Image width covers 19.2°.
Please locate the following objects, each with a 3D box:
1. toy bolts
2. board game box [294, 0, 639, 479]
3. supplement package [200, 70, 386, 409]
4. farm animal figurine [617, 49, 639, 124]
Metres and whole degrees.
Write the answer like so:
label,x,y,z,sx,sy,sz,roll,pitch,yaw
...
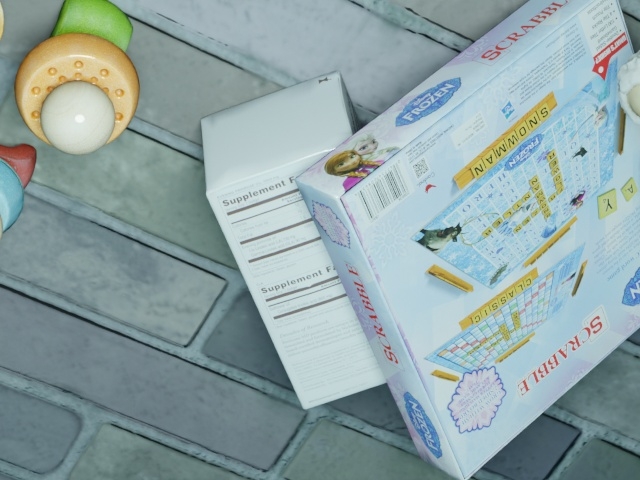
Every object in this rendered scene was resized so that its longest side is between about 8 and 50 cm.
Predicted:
label,x,y,z,sx,sy,sz,roll,pitch,yaw
toy bolts,-0.280,-0.097,1.562,0.218,0.158,0.228,23,117,-19
board game box,0.165,-0.010,1.622,0.318,0.066,0.318,-37,124,-21
supplement package,0.000,0.000,1.663,0.134,0.139,0.244,-19,121,6
farm animal figurine,0.421,-0.095,1.588,0.326,0.172,0.330,-12,142,8
